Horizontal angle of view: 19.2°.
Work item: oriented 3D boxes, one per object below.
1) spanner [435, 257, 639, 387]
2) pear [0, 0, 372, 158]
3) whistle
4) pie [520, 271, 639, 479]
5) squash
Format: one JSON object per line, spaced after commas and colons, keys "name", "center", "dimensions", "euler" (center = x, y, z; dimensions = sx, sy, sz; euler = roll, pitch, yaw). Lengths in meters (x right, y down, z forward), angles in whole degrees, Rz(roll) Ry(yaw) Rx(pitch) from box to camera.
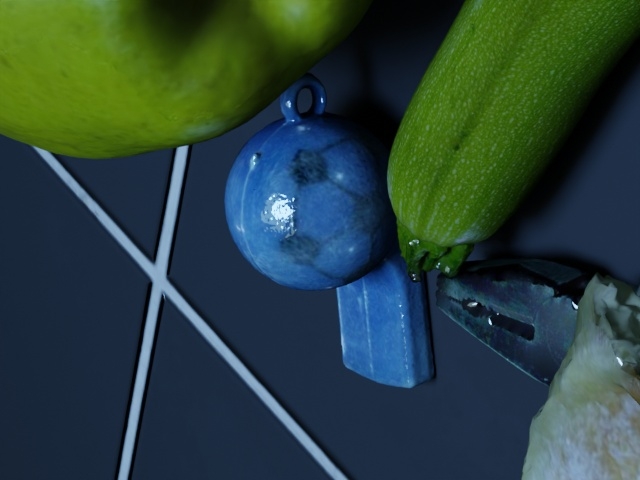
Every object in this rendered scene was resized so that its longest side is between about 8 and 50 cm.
{"name": "spanner", "center": [0.158, 0.057, 0.712], "dimensions": [0.325, 0.040, 0.095], "euler": [20, 121, 47]}
{"name": "pear", "center": [-0.099, -0.174, 0.788], "dimensions": [0.307, 0.253, 0.253], "euler": [-131, 39, -50]}
{"name": "whistle", "center": [0.000, 0.000, 0.868], "dimensions": [0.090, 0.090, 0.158], "euler": [14, 116, 51]}
{"name": "pie", "center": [0.195, 0.154, 0.619], "dimensions": [0.337, 0.075, 0.337], "euler": [27, 128, 40]}
{"name": "squash", "center": [0.083, -0.076, 0.734], "dimensions": [0.069, 0.069, 0.258], "euler": [57, 142, 21]}
